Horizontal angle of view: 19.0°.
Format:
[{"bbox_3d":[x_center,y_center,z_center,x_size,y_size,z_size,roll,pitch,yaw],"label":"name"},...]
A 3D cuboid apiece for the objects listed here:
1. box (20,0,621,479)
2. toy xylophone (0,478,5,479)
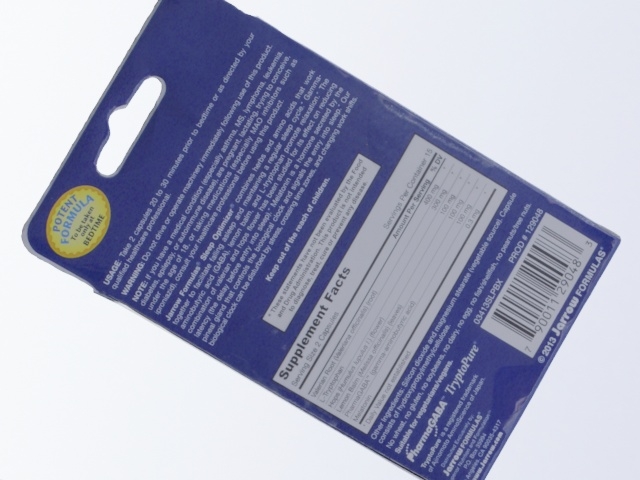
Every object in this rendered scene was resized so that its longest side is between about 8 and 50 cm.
[{"bbox_3d":[0.000,0.000,0.821,0.136,0.225,0.036,-59,-170,-3],"label":"box"},{"bbox_3d":[-0.208,0.097,0.529,0.322,0.236,0.081,28,-57,53],"label":"toy xylophone"}]
